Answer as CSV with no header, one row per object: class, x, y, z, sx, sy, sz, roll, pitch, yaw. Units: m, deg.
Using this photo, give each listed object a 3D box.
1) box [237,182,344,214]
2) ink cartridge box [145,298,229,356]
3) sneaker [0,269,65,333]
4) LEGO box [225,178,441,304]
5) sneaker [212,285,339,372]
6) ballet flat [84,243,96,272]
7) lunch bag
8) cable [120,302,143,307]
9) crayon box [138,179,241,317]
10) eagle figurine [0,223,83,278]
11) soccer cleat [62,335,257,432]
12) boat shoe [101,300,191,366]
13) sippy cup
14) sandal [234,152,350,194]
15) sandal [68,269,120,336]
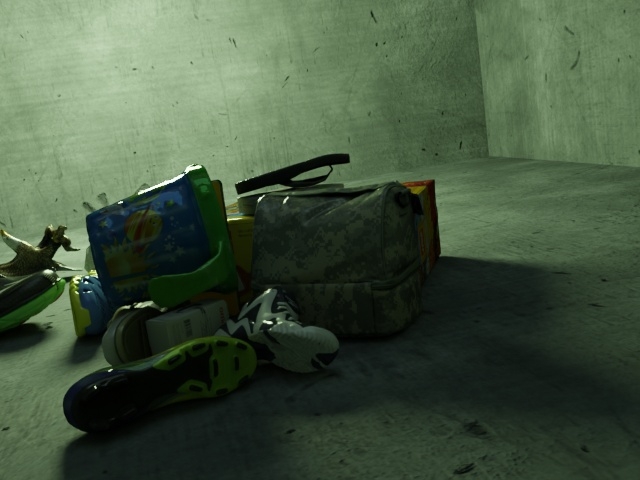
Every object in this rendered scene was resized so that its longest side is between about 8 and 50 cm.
box,-0.062,-0.089,1.590,0.186,0.038,0.145,-13,12,-30
ink cartridge box,-0.217,0.162,1.250,0.056,0.099,0.135,-1,11,38
sneaker,-0.814,0.116,1.674,0.482,0.202,0.185,-7,11,8
LEGO box,0.000,0.000,1.703,0.499,0.193,0.372,-5,11,17
sneaker,-0.052,0.130,1.210,0.234,0.094,0.153,-12,32,39
ballet flat,-0.456,0.015,2.105,0.408,0.147,0.147,-13,12,-26
lunch bag,0.030,0.028,1.353,0.305,0.256,0.212,-2,12,28
cable,-0.375,0.105,1.593,0.047,0.150,0.184,-44,-1,16
crayon box,-0.263,0.026,1.517,0.165,0.279,0.081,-9,3,-3
eagle figurine,-0.854,0.070,2.128,0.298,0.225,0.226,-48,-16,-21
soccer cleat,-0.232,0.199,1.090,0.289,0.094,0.121,-14,5,-32
boat shoe,-0.316,0.167,1.306,0.103,0.113,0.302,-9,1,10
sippy cup,-0.282,0.006,1.309,0.223,0.240,0.305,-17,-5,-13
sandal,-0.056,-0.134,1.609,0.254,0.055,0.097,-17,3,2
sandal,-0.456,0.121,1.615,0.138,0.126,0.317,-5,11,-4
